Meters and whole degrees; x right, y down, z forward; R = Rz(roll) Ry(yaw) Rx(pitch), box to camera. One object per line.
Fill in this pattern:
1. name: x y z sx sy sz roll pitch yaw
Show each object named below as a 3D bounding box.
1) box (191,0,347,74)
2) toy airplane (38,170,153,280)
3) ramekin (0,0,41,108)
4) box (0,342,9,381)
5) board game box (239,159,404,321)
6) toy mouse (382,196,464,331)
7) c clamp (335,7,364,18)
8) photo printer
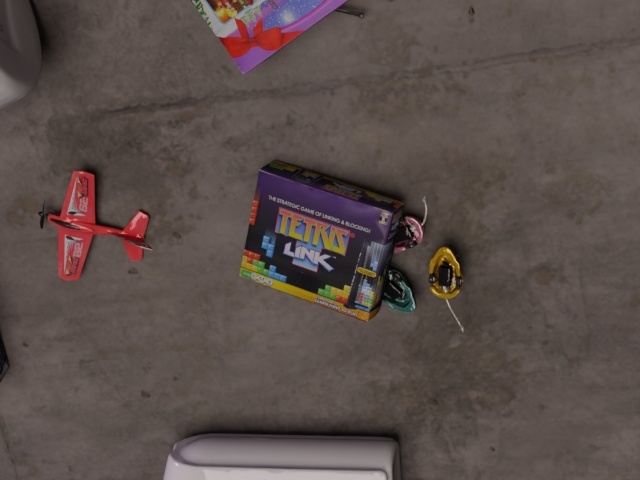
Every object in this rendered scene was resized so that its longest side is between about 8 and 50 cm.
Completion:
1. box: -0.026 -0.339 1.590 0.293 0.057 0.201 -32 98 27
2. toy airplane: -0.271 -0.016 1.811 0.151 0.028 0.151 5 114 11
3. ramekin: -0.419 -0.252 1.624 0.135 0.277 0.277 -21 106 11
4. box: -0.549 0.060 1.848 0.242 0.076 0.307 -3 122 13
5. board game box: 0.000 0.000 1.730 0.170 0.048 0.141 18 115 17
6. toy mouse: 0.098 0.025 1.742 0.143 0.031 0.161 1 107 23
7. c clamp: -0.015 -0.329 1.638 0.137 0.022 0.160 7 114 15
8. photo printer: -0.049 0.365 1.870 0.308 0.107 0.256 0 111 12
